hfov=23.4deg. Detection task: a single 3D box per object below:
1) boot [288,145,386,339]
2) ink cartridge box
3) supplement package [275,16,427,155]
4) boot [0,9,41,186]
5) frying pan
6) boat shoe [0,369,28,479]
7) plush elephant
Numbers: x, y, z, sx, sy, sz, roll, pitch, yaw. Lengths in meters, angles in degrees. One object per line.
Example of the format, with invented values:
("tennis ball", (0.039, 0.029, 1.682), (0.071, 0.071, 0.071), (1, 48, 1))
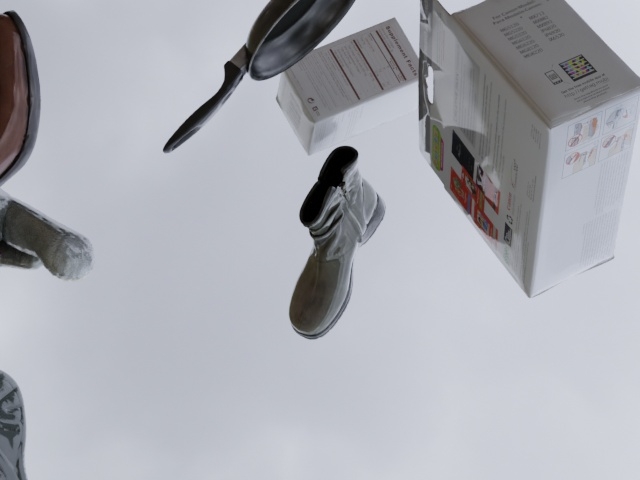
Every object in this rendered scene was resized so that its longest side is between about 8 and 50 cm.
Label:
("boot", (0.000, 0.000, 2.115), (0.083, 0.161, 0.246), (17, -106, 26))
("ink cartridge box", (0.233, -0.138, 1.802), (0.272, 0.130, 0.309), (55, -19, 33))
("supplement package", (0.042, -0.212, 2.126), (0.105, 0.179, 0.105), (61, -17, 18))
("boot", (-0.394, -0.085, 1.298), (0.096, 0.280, 0.264), (58, -48, 34))
("frying pan", (-0.069, -0.235, 1.953), (0.326, 0.197, 0.053), (-45, -101, 11))
("boat shoe", (-0.453, 0.329, 2.032), (0.103, 0.118, 0.320), (-23, -118, 32))
("plush elephant", (-0.512, 0.033, 1.992), (0.330, 0.272, 0.255), (30, -84, 44))
